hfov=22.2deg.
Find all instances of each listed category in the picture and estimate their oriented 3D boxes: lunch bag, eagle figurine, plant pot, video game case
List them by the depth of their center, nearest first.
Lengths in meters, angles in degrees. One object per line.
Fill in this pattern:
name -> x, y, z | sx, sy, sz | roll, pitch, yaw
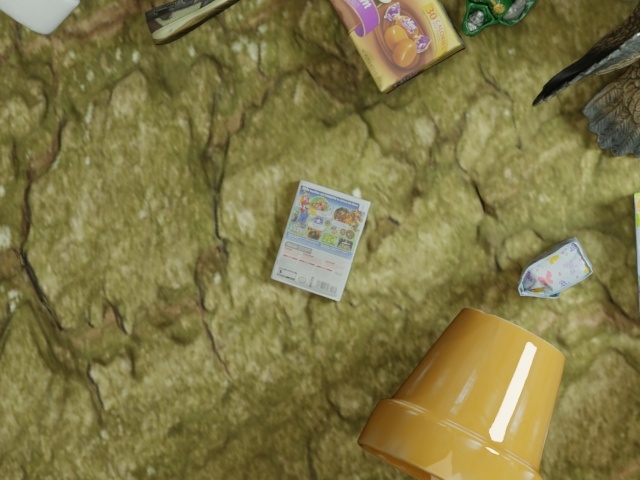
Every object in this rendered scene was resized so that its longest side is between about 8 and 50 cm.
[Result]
eagle figurine -> 0.370, -0.240, 1.733 | 0.226, 0.225, 0.298 | 20, 85, -9
plant pot -> 0.172, 0.184, 1.792 | 0.205, 0.205, 0.188 | 25, 81, 10
lunch bag -> 0.259, 0.036, 1.821 | 0.083, 0.071, 0.053 | -28, 90, 9
video game case -> 0.000, 0.000, 1.904 | 0.087, 0.011, 0.122 | 18, 96, 11

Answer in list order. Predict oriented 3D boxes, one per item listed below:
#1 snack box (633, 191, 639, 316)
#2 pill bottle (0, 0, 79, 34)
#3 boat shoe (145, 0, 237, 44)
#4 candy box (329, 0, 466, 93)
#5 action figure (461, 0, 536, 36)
snack box -> 0.400, 0.015, 1.807 | 0.100, 0.037, 0.141 | -2, 92, 11
pill bottle -> -0.246, -0.436, 1.833 | 0.224, 0.224, 0.392 | 45, 99, 7
boat shoe -> -0.138, -0.282, 1.900 | 0.152, 0.056, 0.049 | -29, 91, 11
candy box -> 0.073, -0.274, 1.859 | 0.109, 0.053, 0.187 | -29, 87, 11
action figure -> 0.228, -0.326, 1.824 | 0.137, 0.063, 0.232 | 34, 101, 6
